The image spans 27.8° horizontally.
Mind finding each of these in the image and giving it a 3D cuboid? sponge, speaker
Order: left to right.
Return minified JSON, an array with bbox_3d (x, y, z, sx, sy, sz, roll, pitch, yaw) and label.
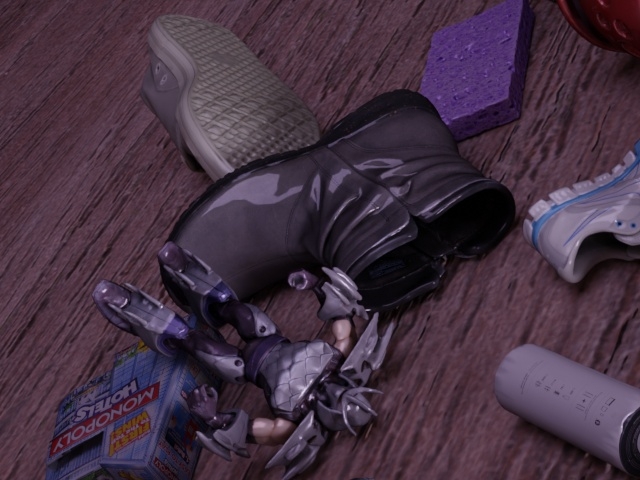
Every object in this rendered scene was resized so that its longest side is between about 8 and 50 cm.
[{"bbox_3d":[0.163,-0.180,1.378,0.117,0.031,0.210,-19,33,28],"label":"sponge"},{"bbox_3d":[0.181,0.115,0.896,0.055,0.055,0.136,-44,29,-14],"label":"speaker"}]

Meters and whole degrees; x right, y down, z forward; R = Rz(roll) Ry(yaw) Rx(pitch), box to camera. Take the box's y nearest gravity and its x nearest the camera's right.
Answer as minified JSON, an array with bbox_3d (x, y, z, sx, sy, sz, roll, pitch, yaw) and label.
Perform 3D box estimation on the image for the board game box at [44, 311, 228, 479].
[{"bbox_3d":[-0.178,0.179,1.187,0.194,0.060,0.194,-28,29,14],"label":"board game box"}]

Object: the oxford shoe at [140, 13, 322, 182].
[{"bbox_3d":[-0.115,-0.136,1.533,0.449,0.169,0.130,55,132,54],"label":"oxford shoe"}]

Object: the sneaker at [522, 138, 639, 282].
[{"bbox_3d":[0.259,-0.027,1.025,0.191,0.071,0.083,-35,40,11],"label":"sneaker"}]

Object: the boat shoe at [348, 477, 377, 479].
[{"bbox_3d":[0.021,0.214,0.850,0.340,0.127,0.113,-33,39,26],"label":"boat shoe"}]

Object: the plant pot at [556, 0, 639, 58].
[{"bbox_3d":[0.315,-0.247,1.161,0.191,0.191,0.174,-42,20,-11],"label":"plant pot"}]

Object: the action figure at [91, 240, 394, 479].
[{"bbox_3d":[-0.060,0.094,1.104,0.285,0.099,0.185,25,59,38],"label":"action figure"}]

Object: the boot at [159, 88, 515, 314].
[{"bbox_3d":[0.000,0.000,1.212,0.338,0.118,0.222,-37,33,8],"label":"boot"}]
